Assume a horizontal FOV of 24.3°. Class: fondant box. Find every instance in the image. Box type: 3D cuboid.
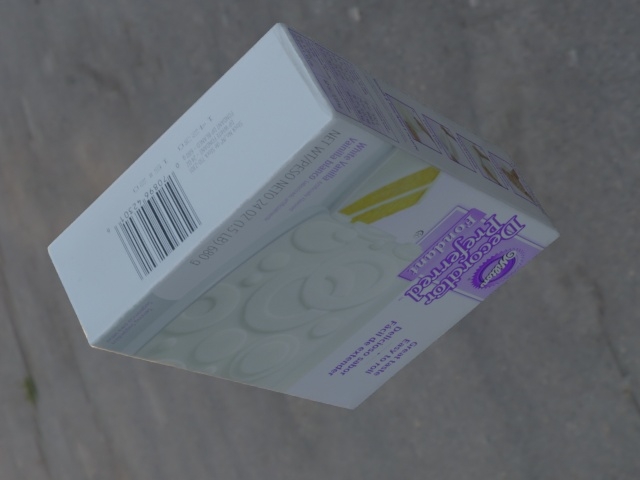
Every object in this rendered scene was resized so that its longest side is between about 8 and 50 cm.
[{"bbox_3d":[0.000,0.000,1.105,0.238,0.330,0.096,-42,58,19],"label":"fondant box"}]
